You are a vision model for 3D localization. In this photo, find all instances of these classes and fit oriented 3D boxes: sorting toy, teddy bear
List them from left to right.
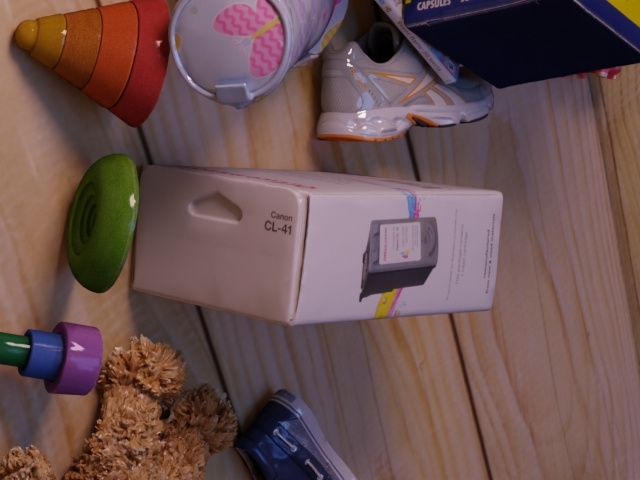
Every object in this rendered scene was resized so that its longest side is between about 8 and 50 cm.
[{"bbox_3d":[-0.233,-0.049,1.547,0.126,0.127,0.365,12,90,-25],"label":"sorting toy"},{"bbox_3d":[-0.191,0.256,1.643,0.338,0.113,0.245,-46,128,-33],"label":"teddy bear"}]

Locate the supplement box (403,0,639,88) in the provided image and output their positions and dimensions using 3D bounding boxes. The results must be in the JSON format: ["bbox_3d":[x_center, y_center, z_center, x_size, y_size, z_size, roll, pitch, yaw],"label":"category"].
[{"bbox_3d":[0.230,-0.369,1.855,0.195,0.194,0.356,25,64,-49],"label":"supplement box"}]

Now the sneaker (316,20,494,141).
[{"bbox_3d":[0.098,-0.180,1.893,0.262,0.099,0.121,-17,107,-48],"label":"sneaker"}]

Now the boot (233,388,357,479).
[{"bbox_3d":[-0.025,0.251,1.881,0.086,0.069,0.190,-46,123,-23],"label":"boot"}]

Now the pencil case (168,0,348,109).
[{"bbox_3d":[-0.053,-0.202,1.610,0.273,0.114,0.124,-52,154,-72],"label":"pencil case"}]

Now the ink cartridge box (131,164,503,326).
[{"bbox_3d":[0.000,0.000,1.716,0.306,0.226,0.131,-3,100,-48],"label":"ink cartridge box"}]

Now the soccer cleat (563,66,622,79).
[{"bbox_3d":[0.293,-0.254,2.118,0.248,0.083,0.095,10,86,-48],"label":"soccer cleat"}]

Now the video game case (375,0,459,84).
[{"bbox_3d":[0.102,-0.259,1.855,0.166,0.015,0.119,45,42,-35],"label":"video game case"}]
